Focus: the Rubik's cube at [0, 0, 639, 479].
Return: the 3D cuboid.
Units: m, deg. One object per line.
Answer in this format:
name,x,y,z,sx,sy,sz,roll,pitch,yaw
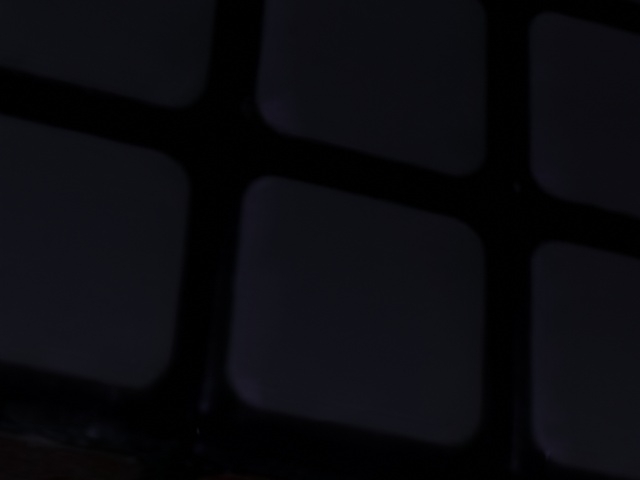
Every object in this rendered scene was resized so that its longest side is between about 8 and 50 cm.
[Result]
Rubik's cube,0.000,0.000,0.621,0.344,0.344,0.337,128,151,-53
